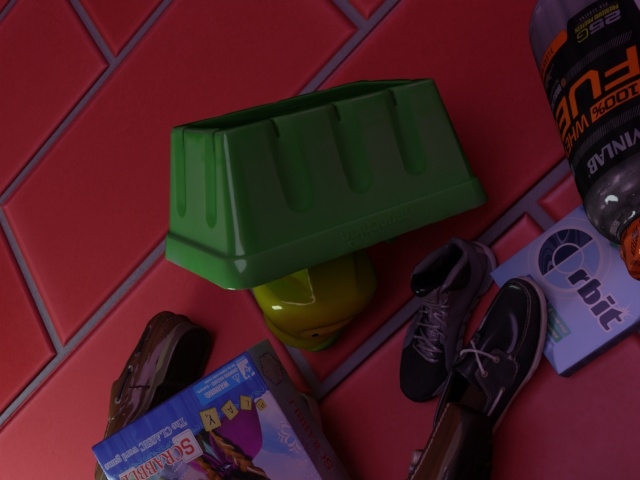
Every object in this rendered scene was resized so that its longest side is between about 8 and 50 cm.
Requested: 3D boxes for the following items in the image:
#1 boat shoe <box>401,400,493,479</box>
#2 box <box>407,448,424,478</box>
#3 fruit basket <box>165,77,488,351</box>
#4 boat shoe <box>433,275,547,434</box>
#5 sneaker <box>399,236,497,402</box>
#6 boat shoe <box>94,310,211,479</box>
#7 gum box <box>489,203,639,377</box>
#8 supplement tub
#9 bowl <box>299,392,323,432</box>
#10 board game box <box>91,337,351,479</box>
[{"bbox_3d":[0.098,0.339,0.923,0.119,0.122,0.324,18,87,36],"label":"boat shoe"},{"bbox_3d":[0.142,0.385,0.991,0.087,0.058,0.232,5,81,33],"label":"box"},{"bbox_3d":[0.000,0.000,1.022,0.283,0.392,0.392,17,87,58],"label":"fruit basket"},{"bbox_3d":[0.205,0.153,0.970,0.084,0.079,0.233,35,110,43],"label":"boat shoe"},{"bbox_3d":[0.137,0.095,1.021,0.086,0.132,0.229,23,90,35],"label":"sneaker"},{"bbox_3d":[-0.279,0.262,1.271,0.104,0.110,0.307,20,80,38],"label":"boat shoe"},{"bbox_3d":[0.324,0.049,0.968,0.184,0.041,0.157,-39,60,18],"label":"gum box"},{"bbox_3d":[0.367,-0.138,0.872,0.207,0.207,0.338,-24,60,26],"label":"supplement tub"},{"bbox_3d":[-0.053,0.293,1.141,0.142,0.053,0.142,-14,70,30],"label":"bowl"},{"bbox_3d":[-0.119,0.347,1.087,0.318,0.066,0.318,-35,84,25],"label":"board game box"}]
